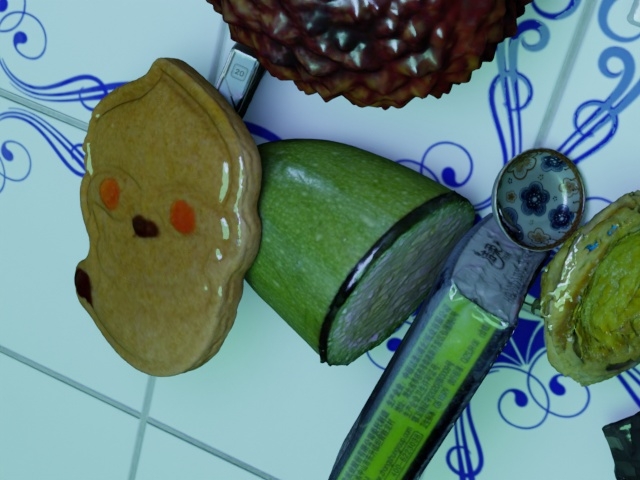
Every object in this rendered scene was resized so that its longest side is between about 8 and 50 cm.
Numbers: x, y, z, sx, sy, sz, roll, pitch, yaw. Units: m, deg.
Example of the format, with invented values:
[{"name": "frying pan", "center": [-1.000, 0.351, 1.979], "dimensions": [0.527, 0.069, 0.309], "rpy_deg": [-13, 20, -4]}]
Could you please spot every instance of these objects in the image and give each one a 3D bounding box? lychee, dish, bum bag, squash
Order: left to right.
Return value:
[{"name": "squash", "center": [0.009, -0.031, 1.491], "dimensions": [0.309, 0.310, 0.310], "rpy_deg": [43, 122, 23]}, {"name": "lychee", "center": [0.041, -0.393, 1.234], "dimensions": [0.425, 0.424, 0.500], "rpy_deg": [-30, 81, 30]}, {"name": "dish", "center": [0.286, -0.057, 1.447], "dimensions": [0.141, 0.078, 0.141], "rpy_deg": [-1, 93, -19]}, {"name": "bum bag", "center": [0.536, 0.251, 1.446], "dimensions": [0.144, 0.095, 0.340], "rpy_deg": [45, 126, -6]}]

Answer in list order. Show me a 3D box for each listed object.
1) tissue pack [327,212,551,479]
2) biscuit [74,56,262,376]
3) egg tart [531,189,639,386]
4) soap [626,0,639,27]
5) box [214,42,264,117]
[{"name": "tissue pack", "center": [0.162, 0.177, 1.467], "dimensions": [0.124, 0.288, 0.394], "rpy_deg": [30, 118, 7]}, {"name": "biscuit", "center": [-0.222, -0.027, 1.465], "dimensions": [0.350, 0.078, 0.455], "rpy_deg": [19, 110, 34]}, {"name": "egg tart", "center": [0.369, 0.058, 1.376], "dimensions": [0.107, 0.291, 0.290], "rpy_deg": [34, 126, 47]}, {"name": "soap", "center": [0.483, -0.295, 1.273], "dimensions": [0.183, 0.064, 0.121], "rpy_deg": [23, 116, 15]}, {"name": "box", "center": [-0.148, -0.163, 1.527], "dimensions": [0.047, 0.180, 0.325], "rpy_deg": [27, 120, -4]}]
